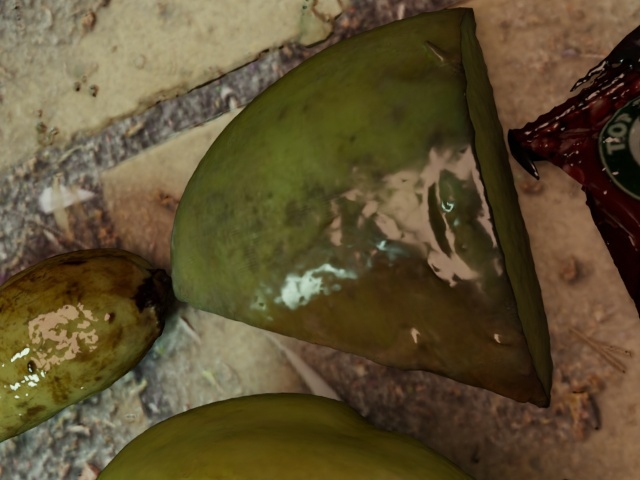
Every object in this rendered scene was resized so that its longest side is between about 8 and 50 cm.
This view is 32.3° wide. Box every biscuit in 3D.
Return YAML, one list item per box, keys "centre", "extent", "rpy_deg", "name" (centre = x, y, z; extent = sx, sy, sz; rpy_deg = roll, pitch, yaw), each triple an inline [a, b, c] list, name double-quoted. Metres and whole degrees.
- centre: [0.225, -0.020, 0.668]
  extent: [0.151, 0.063, 0.235]
  rpy_deg: [-30, 74, 6]
  name: "biscuit"

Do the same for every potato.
- centre: [0.000, 0.000, 0.730]
  extent: [0.255, 0.112, 0.269]
  rpy_deg: [-14, 82, 21]
  name: "potato"

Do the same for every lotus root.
- centre: [-0.221, 0.086, 0.814]
  extent: [0.258, 0.097, 0.110]
  rpy_deg: [-32, 47, 18]
  name: "lotus root"

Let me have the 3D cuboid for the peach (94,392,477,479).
- centre: [-0.002, 0.241, 0.619]
  extent: [0.316, 0.314, 0.281]
  rpy_deg: [24, 75, 4]
  name: "peach"
